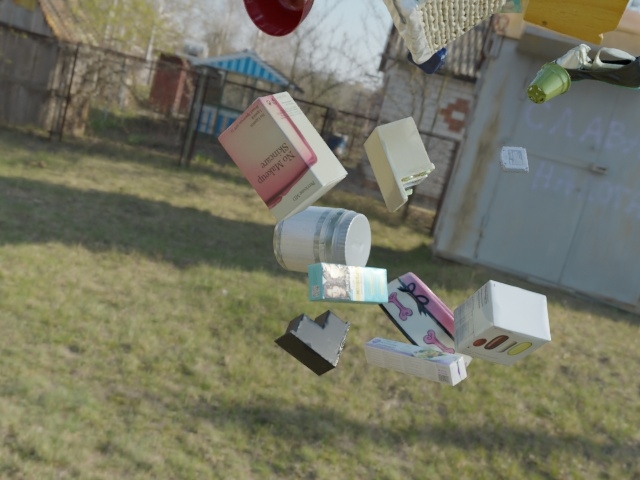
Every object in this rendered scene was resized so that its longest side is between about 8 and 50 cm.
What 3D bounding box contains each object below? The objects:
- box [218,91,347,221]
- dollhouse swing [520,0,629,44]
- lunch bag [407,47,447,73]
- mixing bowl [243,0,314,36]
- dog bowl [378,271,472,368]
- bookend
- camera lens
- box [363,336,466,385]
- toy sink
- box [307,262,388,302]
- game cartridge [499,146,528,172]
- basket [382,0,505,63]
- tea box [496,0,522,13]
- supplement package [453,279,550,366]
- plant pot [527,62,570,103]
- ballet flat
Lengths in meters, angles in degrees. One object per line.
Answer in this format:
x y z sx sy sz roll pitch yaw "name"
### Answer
-0.082 -0.182 1.592 0.232 0.148 0.127 54 31 3 "box"
0.713 -0.787 1.974 0.315 0.347 0.305 23 57 13 "dollhouse swing"
0.286 -0.491 1.939 0.098 0.067 0.065 37 45 -2 "lunch bag"
-0.079 -0.563 1.666 0.181 0.181 0.098 21 37 30 "mixing bowl"
0.364 0.273 2.452 0.408 0.150 0.408 45 5 -5 "dog bowl"
-0.018 0.238 1.907 0.157 0.072 0.156 39 43 -17 "bookend"
0.000 0.000 2.389 0.274 0.219 0.219 6 6 27 "camera lens"
0.258 0.333 2.053 0.063 0.067 0.324 -23 18 -38 "box"
0.243 -0.223 2.188 0.131 0.234 0.153 -18 -9 -13 "toy sink"
0.078 0.121 2.029 0.244 0.100 0.060 7 -14 -40 "box"
0.402 -0.168 1.534 0.056 0.017 0.083 7 40 5 "game cartridge"
0.250 -0.649 1.703 0.266 0.328 0.331 -28 -11 7 "basket"
0.656 -0.934 2.393 0.323 0.329 0.220 11 -24 40 "tea box"
0.522 0.245 2.137 0.194 0.203 0.149 16 54 -16 "supplement package"
0.527 -0.360 1.725 0.079 0.083 0.083 -40 42 -25 "plant pot"
0.699 -0.453 1.892 0.280 0.096 0.095 11 40 30 "ballet flat"
